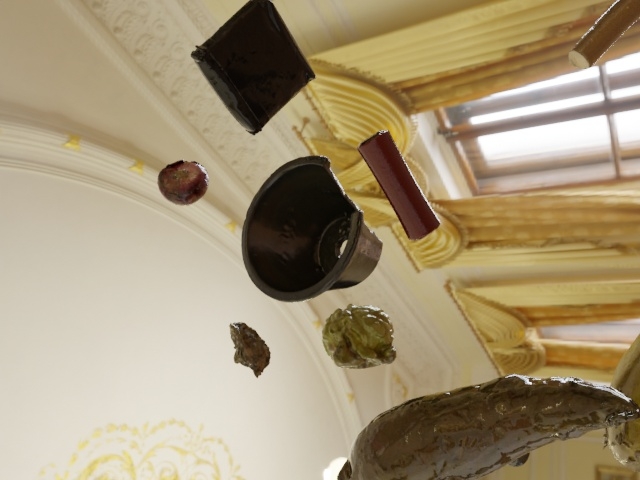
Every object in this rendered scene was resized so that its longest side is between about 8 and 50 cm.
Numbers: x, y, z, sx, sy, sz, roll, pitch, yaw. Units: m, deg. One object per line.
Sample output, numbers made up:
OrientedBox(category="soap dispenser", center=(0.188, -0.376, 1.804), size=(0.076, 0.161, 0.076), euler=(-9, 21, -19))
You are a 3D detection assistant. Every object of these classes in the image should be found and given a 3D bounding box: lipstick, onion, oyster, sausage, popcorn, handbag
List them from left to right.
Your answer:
OrientedBox(category="onion", center=(-0.404, -0.157, 1.744), size=(0.140, 0.150, 0.150), euler=(97, -174, -61))
OrientedBox(category="oyster", center=(-0.206, 0.305, 1.662), size=(0.177, 0.056, 0.105), euler=(54, -134, -24))
OrientedBox(category="handbag", center=(-0.141, -0.390, 1.325), size=(0.223, 0.080, 0.247), euler=(-48, -48, -12))
OrientedBox(category="popcorn", center=(0.133, 0.323, 1.898), size=(0.237, 0.251, 0.206), euler=(-36, -44, -9))
OrientedBox(category="lipstick", center=(0.166, -0.116, 1.235), size=(0.241, 0.080, 0.080), euler=(58, -144, -8))
OrientedBox(category="sausage", center=(0.642, -0.480, 1.210), size=(0.066, 0.301, 0.066), euler=(47, -175, -5))

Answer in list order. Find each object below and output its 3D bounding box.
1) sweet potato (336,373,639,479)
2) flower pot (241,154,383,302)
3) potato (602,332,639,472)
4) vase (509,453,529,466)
OrientedBox(category="sweet potato", center=(0.200, 0.253, 0.771), size=(0.130, 0.422, 0.130), euler=(37, -141, -38))
OrientedBox(category="flower pot", center=(0.000, 0.000, 1.537), size=(0.251, 0.379, 0.379), euler=(23, -114, -52))
OrientedBox(category="potato", center=(0.529, 0.211, 0.889), size=(0.173, 0.140, 0.300), euler=(5, -72, -62))
OrientedBox(category="vase", center=(0.413, 0.463, 1.380), size=(0.237, 0.115, 0.115), euler=(39, -127, -37))
